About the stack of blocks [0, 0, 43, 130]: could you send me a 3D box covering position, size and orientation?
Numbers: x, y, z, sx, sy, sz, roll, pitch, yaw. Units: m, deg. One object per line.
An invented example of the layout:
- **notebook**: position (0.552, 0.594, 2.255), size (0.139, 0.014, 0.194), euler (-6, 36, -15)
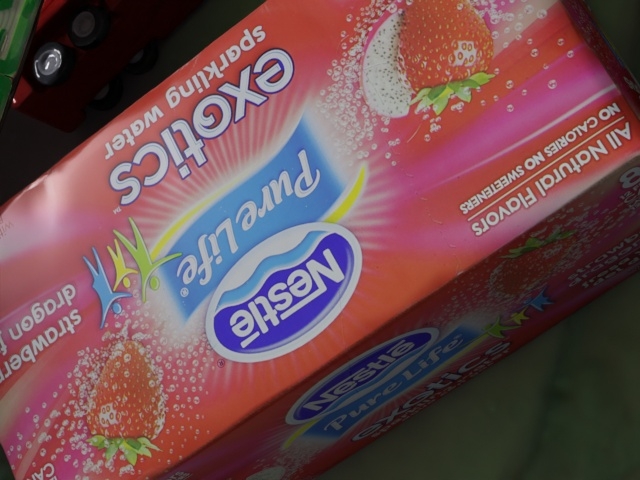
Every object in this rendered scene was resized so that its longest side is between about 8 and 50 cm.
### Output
- **stack of blocks**: position (-0.208, -0.065, 0.532), size (0.171, 0.087, 0.297), euler (19, 81, -13)

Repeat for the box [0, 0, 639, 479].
- **box**: position (0.000, 0.000, 0.512), size (0.257, 0.122, 0.128), euler (-34, 68, 16)

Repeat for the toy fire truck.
- **toy fire truck**: position (-0.129, -0.127, 0.642), size (0.192, 0.047, 0.135), euler (-43, 65, 12)
